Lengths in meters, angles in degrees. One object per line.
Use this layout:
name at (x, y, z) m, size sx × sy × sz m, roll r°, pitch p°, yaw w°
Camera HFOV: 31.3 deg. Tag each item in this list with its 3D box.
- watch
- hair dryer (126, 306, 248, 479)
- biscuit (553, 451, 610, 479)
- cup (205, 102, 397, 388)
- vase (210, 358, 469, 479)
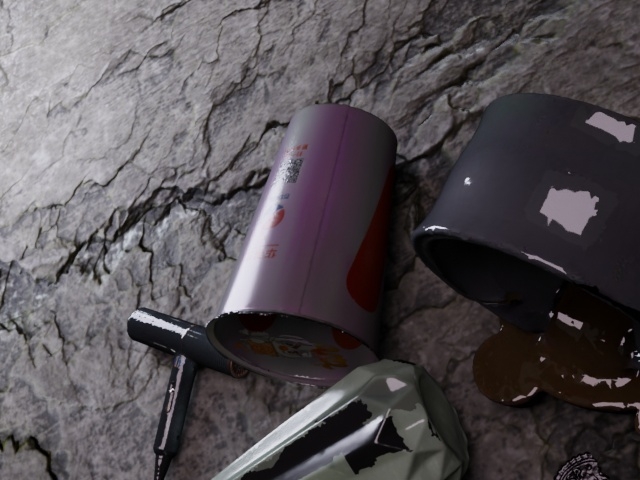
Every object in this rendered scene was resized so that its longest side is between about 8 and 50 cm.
watch at (0.272, 0.016, 1.051) m, size 0.335 × 0.327 × 0.314 m, roll 24°, pitch 79°, yaw 33°
hair dryer at (-0.188, 0.190, 1.380) m, size 0.173 × 0.050 × 0.195 m, roll 16°, pitch 78°, yaw 35°
biscuit at (0.267, 0.253, 1.122) m, size 0.087 × 0.027 × 0.089 m, roll 3°, pitch 68°, yaw 29°
cup at (0.000, 0.000, 1.298) m, size 0.203 × 0.203 × 0.288 m, roll -2°, pitch 60°, yaw 26°
vase at (-0.028, 0.260, 1.200) m, size 0.360 × 0.165 × 0.165 m, roll -30°, pitch 57°, yaw 16°
